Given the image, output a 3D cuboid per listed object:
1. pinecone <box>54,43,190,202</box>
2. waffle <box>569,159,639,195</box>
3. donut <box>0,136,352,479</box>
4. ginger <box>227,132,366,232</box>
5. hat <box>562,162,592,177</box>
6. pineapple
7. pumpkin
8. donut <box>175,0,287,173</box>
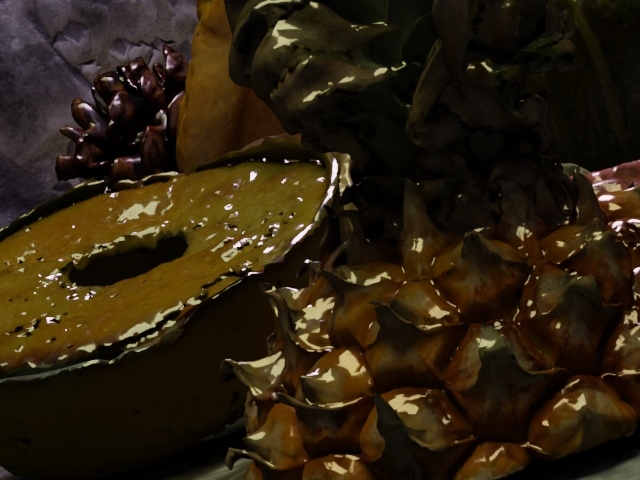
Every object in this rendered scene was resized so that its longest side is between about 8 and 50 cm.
[{"bbox_3d":[-0.161,-0.100,2.116,0.296,0.242,0.298,-15,11,8],"label":"pinecone"},{"bbox_3d":[0.156,-0.008,1.028,0.221,0.055,0.234,-16,-5,8],"label":"waffle"},{"bbox_3d":[-0.096,0.044,1.055,0.272,0.107,0.272,-22,22,9],"label":"donut"},{"bbox_3d":[0.000,0.000,1.251,0.221,0.130,0.275,-35,15,0],"label":"ginger"},{"bbox_3d":[0.127,-0.022,1.350,0.122,0.081,0.166,-18,-5,-26],"label":"hat"},{"bbox_3d":[0.039,-0.047,0.806,0.263,0.271,0.262,-17,5,2],"label":"pineapple"},{"bbox_3d":[0.171,-0.141,1.517,0.232,0.242,0.325,-11,-4,-40],"label":"pumpkin"},{"bbox_3d":[-0.023,-0.127,1.566,0.150,0.317,0.299,9,48,7],"label":"donut"}]
